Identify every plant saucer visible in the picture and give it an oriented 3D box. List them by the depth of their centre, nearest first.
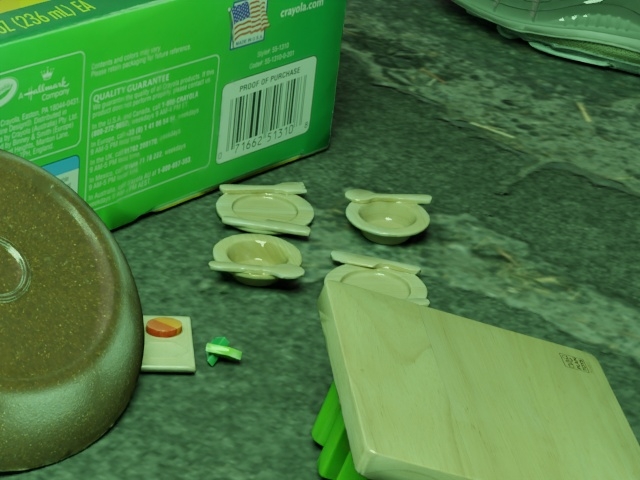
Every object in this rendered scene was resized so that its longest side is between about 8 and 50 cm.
[{"bbox_3d":[-0.175,0.022,0.944,0.198,0.036,0.199,18,50,-23],"label":"plant saucer"}]

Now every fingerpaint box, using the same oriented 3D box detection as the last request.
[{"bbox_3d":[-0.264,-0.140,1.214,0.371,0.163,0.445,27,33,34],"label":"fingerpaint box"}]

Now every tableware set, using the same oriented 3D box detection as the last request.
[{"bbox_3d":[0.000,0.000,1.158,0.141,0.020,0.169,6,27,0],"label":"tableware set"}]

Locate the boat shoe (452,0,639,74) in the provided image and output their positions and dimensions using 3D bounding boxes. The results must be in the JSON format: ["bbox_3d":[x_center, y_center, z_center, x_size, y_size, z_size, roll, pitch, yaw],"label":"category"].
[{"bbox_3d":[0.236,-0.192,1.509,0.320,0.103,0.118,17,68,26],"label":"boat shoe"}]

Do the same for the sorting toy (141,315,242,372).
[{"bbox_3d":[-0.087,0.056,1.036,0.083,0.012,0.062,1,27,-9],"label":"sorting toy"}]

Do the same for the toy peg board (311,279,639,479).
[{"bbox_3d":[0.072,0.110,0.920,0.160,0.079,0.161,16,25,-16],"label":"toy peg board"}]
